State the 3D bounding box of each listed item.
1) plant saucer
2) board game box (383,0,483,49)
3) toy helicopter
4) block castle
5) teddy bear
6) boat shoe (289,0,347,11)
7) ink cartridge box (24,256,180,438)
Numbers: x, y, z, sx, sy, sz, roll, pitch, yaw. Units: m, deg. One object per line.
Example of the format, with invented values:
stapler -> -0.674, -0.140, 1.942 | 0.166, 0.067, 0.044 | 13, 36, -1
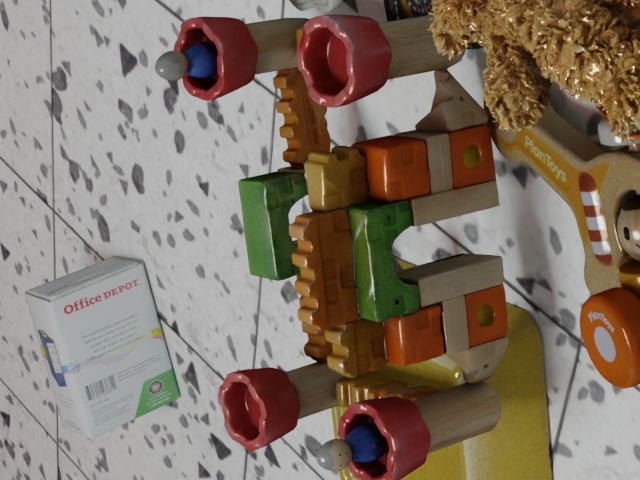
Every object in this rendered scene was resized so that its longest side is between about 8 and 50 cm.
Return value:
plant saucer -> 0.110, 0.197, 1.890 | 0.333, 0.081, 0.333 | 23, 128, 49
board game box -> 0.099, -0.277, 1.652 | 0.126, 0.026, 0.186 | 13, 120, 52
toy helicopter -> 0.241, -0.057, 1.490 | 0.355, 0.140, 0.235 | 50, 153, 47
block castle -> 0.000, 0.000, 1.692 | 0.303, 0.212, 0.453 | 9, 109, 52
teddy bear -> 0.198, -0.200, 1.383 | 0.245, 0.113, 0.338 | -58, 36, 23
boat shoe -> 0.003, -0.287, 1.722 | 0.254, 0.079, 0.095 | -143, 29, -74
ink cartridge box -> -0.306, 0.147, 2.408 | 0.093, 0.154, 0.212 | 13, 121, 55
